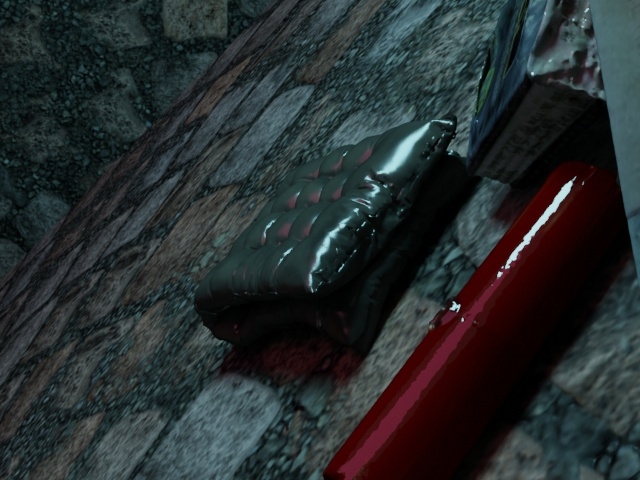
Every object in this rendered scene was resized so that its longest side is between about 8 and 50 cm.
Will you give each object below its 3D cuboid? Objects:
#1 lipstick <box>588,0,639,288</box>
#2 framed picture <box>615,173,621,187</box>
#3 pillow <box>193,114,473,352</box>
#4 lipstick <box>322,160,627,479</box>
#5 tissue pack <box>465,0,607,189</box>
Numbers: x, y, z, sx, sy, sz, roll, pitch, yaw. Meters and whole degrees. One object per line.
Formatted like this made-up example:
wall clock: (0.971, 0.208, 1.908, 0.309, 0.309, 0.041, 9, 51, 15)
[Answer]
lipstick: (0.208, -0.123, 0.626, 0.076, 0.080, 0.371, -34, 50, 48)
framed picture: (0.251, -0.098, 0.657, 0.128, 0.023, 0.168, 28, 105, 57)
pillow: (0.000, 0.000, 1.108, 0.228, 0.101, 0.326, -52, 19, -22)
lipstick: (0.111, 0.066, 0.741, 0.279, 0.073, 0.073, -52, 18, -14)
tissue pack: (0.178, -0.150, 0.853, 0.235, 0.073, 0.173, 108, 178, -78)
